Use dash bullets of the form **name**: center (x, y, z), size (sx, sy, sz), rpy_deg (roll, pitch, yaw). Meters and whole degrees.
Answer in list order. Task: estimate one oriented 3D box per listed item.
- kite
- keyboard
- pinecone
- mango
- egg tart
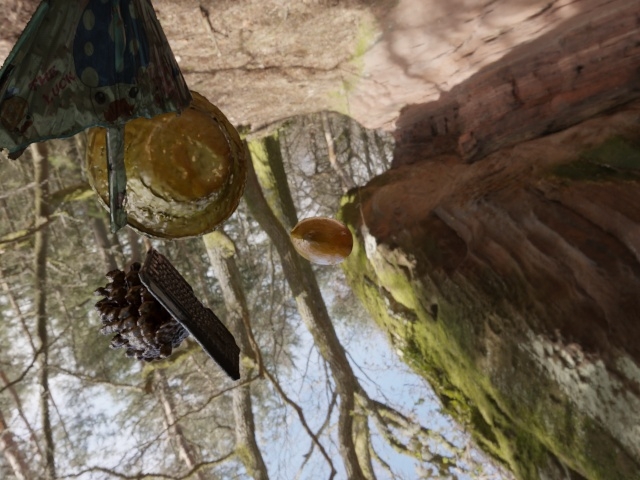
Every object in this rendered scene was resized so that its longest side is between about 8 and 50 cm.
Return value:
- **kite**: center (-0.242, -0.177, 0.514), size (0.014, 0.368, 0.406), rpy_deg (14, -154, 8)
- **keyboard**: center (-0.208, 0.126, 0.724), size (0.016, 0.262, 0.106), rpy_deg (-29, -152, 3)
- **pinecone**: center (-0.357, 0.137, 0.877), size (0.185, 0.212, 0.168), rpy_deg (-42, -178, 0)
- **mango**: center (0.000, 0.000, 0.988), size (0.145, 0.112, 0.219), rpy_deg (12, -179, 16)
- **egg tart**: center (-0.386, -0.214, 1.157), size (0.443, 0.443, 0.178), rpy_deg (-21, -172, -32)
